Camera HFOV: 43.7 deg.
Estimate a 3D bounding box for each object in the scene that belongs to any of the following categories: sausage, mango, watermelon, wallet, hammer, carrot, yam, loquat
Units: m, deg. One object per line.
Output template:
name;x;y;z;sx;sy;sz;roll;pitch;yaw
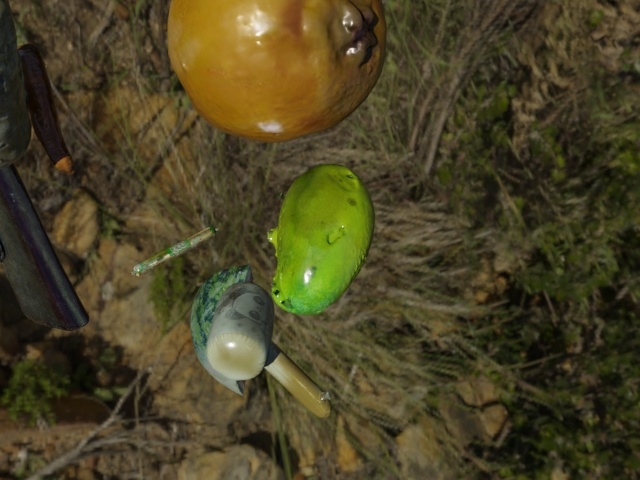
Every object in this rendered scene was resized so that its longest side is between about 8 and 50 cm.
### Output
sausage;-0.383;0.028;2.114;0.269;0.033;0.033;-30;157;-28
mango;0.001;0.000;0.810;0.100;0.178;0.119;22;138;-11
watermelon;-0.226;0.220;1.924;0.176;0.260;0.256;22;151;-24
wallet;-0.480;-0.006;1.257;0.172;0.318;0.045;3;-152;44
hammer;-0.078;0.225;1.447;0.113;0.202;0.305;-33;113;22
carrot;-0.383;-0.178;1.106;0.047;0.047;0.191;-13;110;0
yam;-0.405;-0.188;0.931;0.133;0.133;0.330;0;156;-20
loquat;-0.066;-0.305;1.198;0.328;0.328;0.328;-9;148;-6
